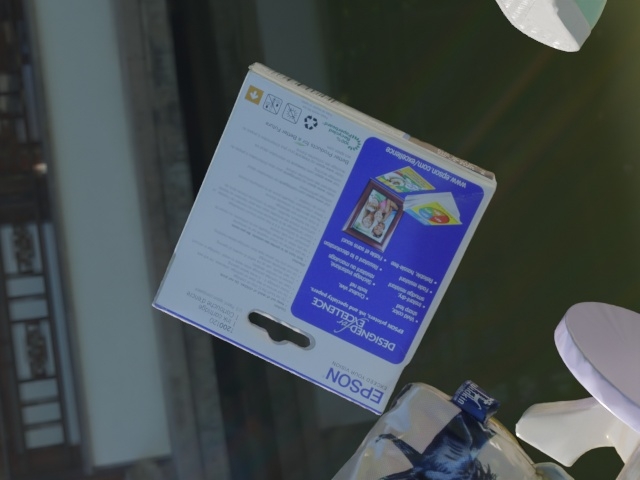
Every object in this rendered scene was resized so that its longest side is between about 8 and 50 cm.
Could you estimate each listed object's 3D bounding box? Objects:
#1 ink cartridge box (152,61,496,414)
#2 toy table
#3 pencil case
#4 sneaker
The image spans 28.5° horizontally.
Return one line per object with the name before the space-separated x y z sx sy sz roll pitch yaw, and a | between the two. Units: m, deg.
ink cartridge box | 0.000 0.000 0.973 0.208 0.206 0.045 -65 -4 17
toy table | 0.342 0.203 1.303 0.274 0.252 0.161 39 125 22
pencil case | 0.035 0.314 1.089 0.160 0.410 0.183 48 162 -27
sneaker | 0.171 -0.248 0.903 0.151 0.094 0.256 -63 -22 -1
